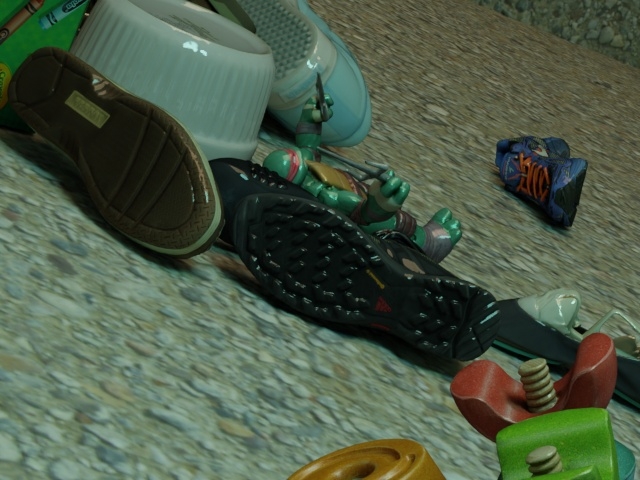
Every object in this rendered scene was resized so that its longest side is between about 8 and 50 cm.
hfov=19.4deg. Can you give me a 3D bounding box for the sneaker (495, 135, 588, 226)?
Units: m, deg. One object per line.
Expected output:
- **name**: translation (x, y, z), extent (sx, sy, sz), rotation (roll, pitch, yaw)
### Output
- **sneaker**: translation (0.253, -0.072, 2.190), extent (0.087, 0.083, 0.221), rotation (8, 12, -7)

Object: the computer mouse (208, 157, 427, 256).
- **computer mouse**: translation (0.000, 0.000, 1.538), extent (0.242, 0.071, 0.041), rotation (24, 11, -20)

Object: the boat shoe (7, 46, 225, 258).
- **boat shoe**: translation (-0.146, -0.066, 1.502), extent (0.257, 0.095, 0.095), rotation (46, 3, 37)

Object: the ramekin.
- **ramekin**: translation (-0.140, -0.164, 1.804), extent (0.207, 0.109, 0.207), rotation (23, 15, -7)

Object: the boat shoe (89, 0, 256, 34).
- **boat shoe**: translation (-0.187, -0.267, 1.894), extent (0.307, 0.104, 0.111), rotation (44, -12, -34)

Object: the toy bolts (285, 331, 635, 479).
- **toy bolts**: translation (0.108, 0.174, 1.081), extent (0.218, 0.158, 0.228), rotation (-13, 14, 22)

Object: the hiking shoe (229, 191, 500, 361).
- **hiking shoe**: translation (0.029, 0.031, 1.490), extent (0.227, 0.086, 0.114), rotation (27, -1, -3)

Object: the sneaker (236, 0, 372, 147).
- **sneaker**: translation (-0.038, -0.199, 2.083), extent (0.150, 0.135, 0.366), rotation (48, 10, -30)

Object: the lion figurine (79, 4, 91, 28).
- **lion figurine**: translation (-0.219, -0.284, 2.106), extent (0.240, 0.142, 0.392), rotation (26, 27, -22)

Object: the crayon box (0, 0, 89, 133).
- **crayon box**: translation (-0.305, -0.228, 1.658), extent (0.081, 0.165, 0.278), rotation (13, 19, -36)

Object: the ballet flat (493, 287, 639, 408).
- **ballet flat**: translation (0.224, 0.082, 1.599), extent (0.203, 0.074, 0.074), rotation (25, 15, 3)

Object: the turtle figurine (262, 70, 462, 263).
- **turtle figurine**: translation (0.019, -0.052, 1.654), extent (0.234, 0.118, 0.175), rotation (30, 20, -50)
